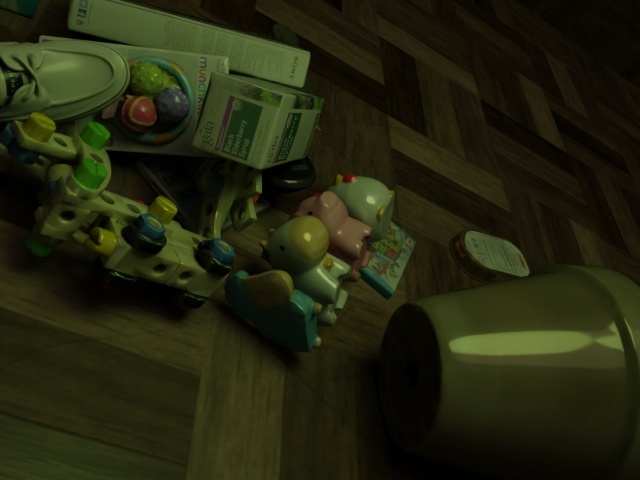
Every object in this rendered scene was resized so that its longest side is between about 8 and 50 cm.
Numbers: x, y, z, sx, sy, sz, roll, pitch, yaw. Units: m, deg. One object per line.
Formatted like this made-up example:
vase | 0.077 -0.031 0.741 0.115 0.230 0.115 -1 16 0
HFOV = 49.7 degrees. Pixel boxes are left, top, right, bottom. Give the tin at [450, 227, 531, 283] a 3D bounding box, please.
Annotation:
tin | 0.328 0.035 1.320 0.190 0.040 0.106 14 50 -33

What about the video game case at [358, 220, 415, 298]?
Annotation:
video game case | 0.092 0.010 1.144 0.119 0.015 0.166 40 37 -5

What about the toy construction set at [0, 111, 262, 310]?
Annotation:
toy construction set | -0.208 -0.037 0.819 0.328 0.151 0.215 6 35 -39

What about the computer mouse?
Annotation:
computer mouse | -0.067 -0.150 1.094 0.184 0.060 0.262 -13 47 -35

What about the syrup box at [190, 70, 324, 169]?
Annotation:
syrup box | -0.074 -0.157 0.901 0.096 0.093 0.237 20 13 7

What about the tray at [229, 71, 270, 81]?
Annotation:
tray | -0.163 -0.254 1.114 0.145 0.030 0.270 18 33 6

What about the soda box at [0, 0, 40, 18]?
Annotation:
soda box | -0.492 -0.387 0.949 0.210 0.071 0.067 13 47 -34

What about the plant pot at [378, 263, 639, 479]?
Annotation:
plant pot | 0.239 0.184 0.909 0.281 0.323 0.323 5 49 -18

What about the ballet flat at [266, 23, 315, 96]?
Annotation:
ballet flat | -0.066 -0.299 1.277 0.084 0.058 0.249 10 52 -32

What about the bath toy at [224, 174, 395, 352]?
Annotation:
bath toy | 0.000 0.000 0.977 0.129 0.151 0.348 15 35 17

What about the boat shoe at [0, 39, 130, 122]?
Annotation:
boat shoe | -0.349 -0.179 0.775 0.268 0.088 0.096 -6 100 -18

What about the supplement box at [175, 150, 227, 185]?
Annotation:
supplement box | -0.170 -0.127 0.973 0.083 0.055 0.043 53 38 11

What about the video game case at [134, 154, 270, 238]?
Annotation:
video game case | -0.165 -0.078 0.992 0.143 0.019 0.157 49 38 8

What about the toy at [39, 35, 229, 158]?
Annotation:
toy | -0.236 -0.181 0.879 0.237 0.136 0.056 3 6 -13

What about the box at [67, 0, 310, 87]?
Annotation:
box | -0.196 -0.303 1.016 0.322 0.058 0.232 11 17 -21
